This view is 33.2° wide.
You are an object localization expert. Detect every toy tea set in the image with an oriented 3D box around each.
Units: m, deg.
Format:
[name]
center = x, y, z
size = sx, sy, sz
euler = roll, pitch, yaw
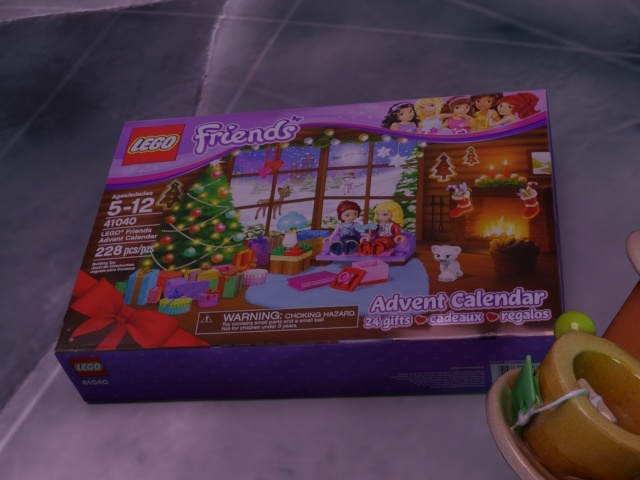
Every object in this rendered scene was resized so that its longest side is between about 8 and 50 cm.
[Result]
[toy tea set]
center = 0.188, 0.102, 0.440
size = 0.200, 0.124, 0.336
euler = 15, 37, -28

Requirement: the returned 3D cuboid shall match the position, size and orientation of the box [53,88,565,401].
[box]
center = 0.000, 0.000, 0.673
size = 0.293, 0.057, 0.201
euler = -3, 47, 11
